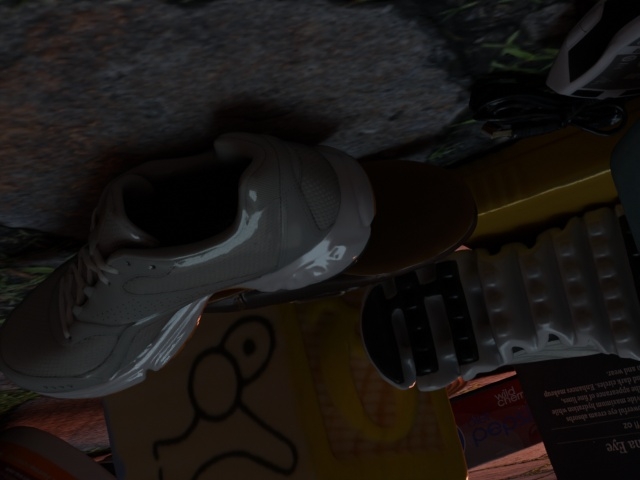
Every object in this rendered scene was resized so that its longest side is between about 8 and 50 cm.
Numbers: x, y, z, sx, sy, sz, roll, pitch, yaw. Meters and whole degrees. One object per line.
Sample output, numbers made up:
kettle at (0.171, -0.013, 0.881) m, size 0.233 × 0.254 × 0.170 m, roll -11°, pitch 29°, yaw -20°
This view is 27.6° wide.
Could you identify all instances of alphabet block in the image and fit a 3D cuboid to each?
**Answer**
alphabet block at (-0.032, 0.132, 1.018) m, size 0.197 × 0.192 × 0.193 m, roll -25°, pitch 162°, yaw 35°

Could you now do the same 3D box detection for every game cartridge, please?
game cartridge at (0.266, -0.054, 0.912) m, size 0.324 × 0.052 × 0.285 m, roll -18°, pitch 163°, yaw 23°

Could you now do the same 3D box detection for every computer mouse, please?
computer mouse at (0.156, -0.100, 0.678) m, size 0.106 × 0.042 × 0.193 m, roll -3°, pitch 166°, yaw -20°

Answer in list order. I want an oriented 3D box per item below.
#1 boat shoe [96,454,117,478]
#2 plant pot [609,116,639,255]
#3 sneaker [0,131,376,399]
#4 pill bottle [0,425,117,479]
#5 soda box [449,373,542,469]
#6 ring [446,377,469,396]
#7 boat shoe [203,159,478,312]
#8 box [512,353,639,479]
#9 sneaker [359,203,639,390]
boat shoe at (-0.313, 0.325, 1.547) m, size 0.306 × 0.113 × 0.105 m, roll -10°, pitch 180°, yaw 19°
plant pot at (0.297, -0.020, 0.635) m, size 0.252 × 0.247 × 0.248 m, roll -14°, pitch -170°, yaw 47°
sneaker at (-0.106, 0.007, 0.741) m, size 0.262 × 0.099 × 0.121 m, roll -30°, pitch 151°, yaw 23°
pill bottle at (-0.340, 0.380, 1.196) m, size 0.392 × 0.224 × 0.224 m, roll -48°, pitch -176°, yaw -33°
soda box at (0.189, 0.244, 1.670) m, size 0.263 × 0.092 × 0.083 m, roll -19°, pitch 174°, yaw -5°
ring at (0.009, 0.193, 1.525) m, size 0.337 × 0.032 × 0.336 m, roll -12°, pitch 163°, yaw -4°
boat shoe at (0.000, 0.000, 0.825) m, size 0.207 × 0.073 × 0.073 m, roll -11°, pitch 166°, yaw 14°
box at (0.361, 0.145, 1.037) m, size 0.179 × 0.312 × 0.343 m, roll -20°, pitch 180°, yaw -41°
sneaker at (0.178, 0.039, 0.908) m, size 0.292 × 0.110 × 0.118 m, roll -8°, pitch 173°, yaw 14°
